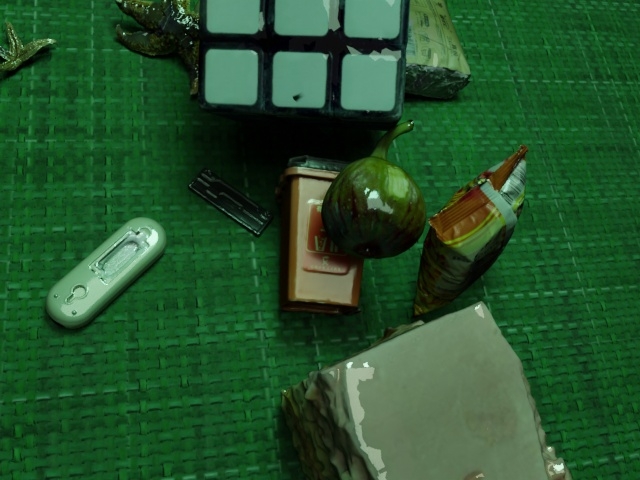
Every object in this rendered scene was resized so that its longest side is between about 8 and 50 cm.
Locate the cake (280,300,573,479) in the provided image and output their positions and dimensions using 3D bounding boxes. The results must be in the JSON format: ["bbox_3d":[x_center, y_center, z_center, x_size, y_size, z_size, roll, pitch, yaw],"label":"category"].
[{"bbox_3d":[0.123,0.272,0.821,0.293,0.307,0.314,-23,75,-22],"label":"cake"}]

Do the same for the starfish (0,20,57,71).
[{"bbox_3d":[-0.544,-0.325,1.063,0.132,0.041,0.130,13,57,-1],"label":"starfish"}]

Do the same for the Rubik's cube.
[{"bbox_3d":[-0.010,-0.337,0.966,0.300,0.305,0.304,3,100,4],"label":"Rubik's cube"}]

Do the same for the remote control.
[{"bbox_3d":[-0.335,0.047,0.955,0.078,0.042,0.221,41,65,5],"label":"remote control"}]

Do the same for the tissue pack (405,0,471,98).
[{"bbox_3d":[0.173,-0.422,1.217,0.214,0.123,0.257,-1,68,-28],"label":"tissue pack"}]

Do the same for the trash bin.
[{"bbox_3d":[0.000,0.000,0.994,0.161,0.184,0.239,7,77,-10],"label":"trash bin"}]

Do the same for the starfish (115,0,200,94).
[{"bbox_3d":[-0.263,-0.383,1.114,0.238,0.216,0.071,6,22,14],"label":"starfish"}]

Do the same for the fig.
[{"bbox_3d":[0.090,-0.092,0.880,0.149,0.149,0.245,18,64,-5],"label":"fig"}]

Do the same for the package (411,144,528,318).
[{"bbox_3d":[0.237,0.002,0.970,0.223,0.288,0.108,-41,63,-21],"label":"package"}]

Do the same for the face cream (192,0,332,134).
[{"bbox_3d":[-0.088,-0.351,1.160,0.341,0.084,0.137,35,75,0],"label":"face cream"}]

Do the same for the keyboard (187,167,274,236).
[{"bbox_3d":[-0.157,-0.068,1.062,0.155,0.010,0.053,36,66,3],"label":"keyboard"}]
